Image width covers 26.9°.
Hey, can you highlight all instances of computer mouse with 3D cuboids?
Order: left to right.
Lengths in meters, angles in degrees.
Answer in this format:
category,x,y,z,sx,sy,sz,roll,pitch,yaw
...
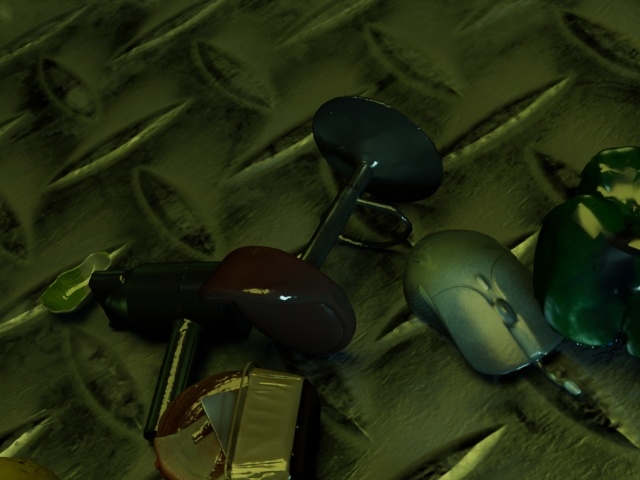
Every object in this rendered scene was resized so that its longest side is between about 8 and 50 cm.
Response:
category,x,y,z,sx,sy,sz,roll,pitch,yaw
computer mouse,0.241,0.088,1.863,0.167,0.090,0.379,-34,45,-11

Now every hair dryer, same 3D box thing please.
category,x,y,z,sx,sy,sz,roll,pitch,yaw
hair dryer,-0.249,0.167,1.988,0.244,0.116,0.302,-3,53,23

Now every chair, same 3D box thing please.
category,x,y,z,sx,sy,sz,roll,pitch,yaw
chair,0.000,0.000,1.949,0.226,0.226,0.401,10,51,31

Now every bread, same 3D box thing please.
category,x,y,z,sx,sy,sz,roll,pitch,yaw
bread,-0.112,0.268,1.788,0.212,0.142,0.224,-4,46,15

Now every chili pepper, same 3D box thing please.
category,x,y,z,sx,sy,sz,roll,pitch,yaw
chili pepper,0.405,0.016,1.736,0.248,0.256,0.233,6,50,11

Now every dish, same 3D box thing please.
category,x,y,z,sx,sy,sz,roll,pitch,yaw
dish,-0.386,0.078,2.172,0.091,0.039,0.137,19,55,42

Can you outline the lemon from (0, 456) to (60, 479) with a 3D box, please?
category,x,y,z,sx,sy,sz,roll,pitch,yaw
lemon,-0.427,0.411,1.676,0.297,0.297,0.297,-12,43,12
